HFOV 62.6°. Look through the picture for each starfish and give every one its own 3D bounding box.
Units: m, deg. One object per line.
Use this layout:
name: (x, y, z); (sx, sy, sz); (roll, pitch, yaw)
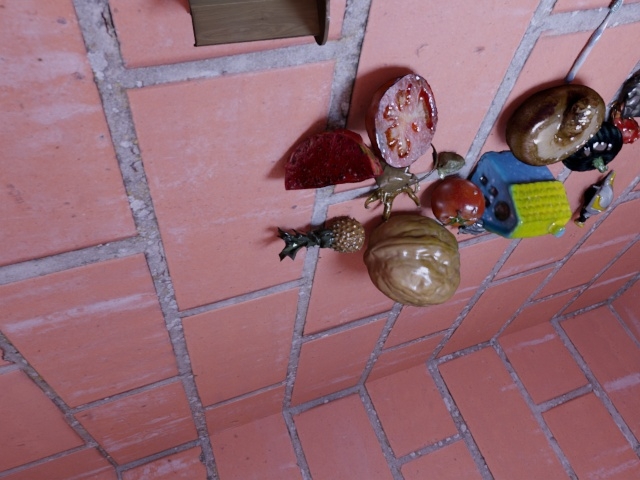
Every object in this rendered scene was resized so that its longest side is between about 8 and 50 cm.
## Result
starfish: (0.216, -0.129, 1.608); (0.189, 0.074, 0.146); (-18, 148, -10)

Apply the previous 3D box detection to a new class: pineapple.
pineapple: (0.000, 0.000, 1.610); (0.277, 0.130, 0.119); (-8, 134, -23)

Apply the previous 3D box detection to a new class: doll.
doll: (1.136, -0.156, 2.184); (0.145, 0.103, 0.316); (-25, 155, -7)

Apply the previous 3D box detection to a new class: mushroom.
mushroom: (0.679, -0.339, 1.526); (0.297, 0.163, 0.278); (-12, 156, -18)

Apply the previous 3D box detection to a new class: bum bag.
bum bag: (1.077, -0.449, 1.690); (0.340, 0.095, 0.144); (-3, 125, -33)

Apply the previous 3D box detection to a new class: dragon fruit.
dragon fruit: (0.051, -0.204, 1.344); (0.262, 0.134, 0.211); (-6, 177, 29)
dragon fruit: (0.993, -0.392, 1.750); (0.094, 0.094, 0.190); (-39, 123, 23)

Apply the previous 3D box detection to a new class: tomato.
tomato: (0.437, -0.124, 1.694); (0.167, 0.167, 0.167); (-18, 149, -11)
tomato: (0.182, -0.288, 1.266); (0.225, 0.085, 0.225); (-19, 119, -37)

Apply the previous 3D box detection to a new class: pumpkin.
pumpkin: (0.895, -0.308, 1.743); (0.194, 0.150, 0.194); (3, 127, 4)

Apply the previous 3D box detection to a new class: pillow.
pillow: (0.661, -0.102, 1.933); (0.335, 0.093, 0.161); (-25, 177, -3)

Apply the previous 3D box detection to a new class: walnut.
walnut: (0.302, 0.065, 1.746); (0.344, 0.306, 0.306); (10, 137, -30)

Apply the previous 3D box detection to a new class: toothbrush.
toothbrush: (0.721, -0.523, 1.396); (0.027, 0.021, 0.269); (-35, 157, -28)

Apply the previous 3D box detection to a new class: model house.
model house: (0.644, -0.131, 1.699); (0.237, 0.303, 0.215); (-7, 139, -25)

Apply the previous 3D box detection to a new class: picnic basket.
picnic basket: (0.229, -0.210, 1.431); (0.178, 0.128, 0.138); (-21, 172, 14)

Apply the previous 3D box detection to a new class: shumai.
shumai: (0.386, -0.219, 1.581); (0.082, 0.083, 0.080); (16, 121, 4)

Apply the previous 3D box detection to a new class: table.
table: (-0.111, -0.407, 0.890); (0.226, 0.167, 0.167); (-9, 147, -8)
